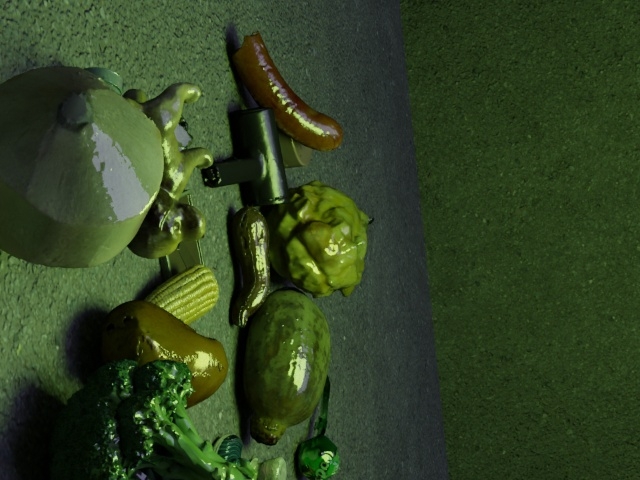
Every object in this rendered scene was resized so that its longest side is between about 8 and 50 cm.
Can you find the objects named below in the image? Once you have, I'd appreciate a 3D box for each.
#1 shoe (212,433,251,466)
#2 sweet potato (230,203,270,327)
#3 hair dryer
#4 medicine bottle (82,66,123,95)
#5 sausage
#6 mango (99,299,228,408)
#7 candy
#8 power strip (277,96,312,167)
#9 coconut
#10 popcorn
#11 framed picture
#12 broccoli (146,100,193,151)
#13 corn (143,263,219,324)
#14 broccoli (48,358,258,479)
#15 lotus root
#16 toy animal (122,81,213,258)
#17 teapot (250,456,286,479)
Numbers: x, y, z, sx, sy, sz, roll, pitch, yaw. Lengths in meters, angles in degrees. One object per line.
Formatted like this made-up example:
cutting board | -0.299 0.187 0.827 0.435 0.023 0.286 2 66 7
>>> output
shoe | -0.153 0.393 1.856 0.143 0.071 0.064 -83 160 -48
sweet potato | -0.132 0.049 2.034 0.081 0.062 0.233 6 79 -33
hair dryer | -0.146 -0.144 2.037 0.251 0.089 0.197 -28 112 -65
medicine bottle | -0.311 -0.125 1.467 0.090 0.090 0.217 50 38 -61
sausage | -0.072 -0.282 2.160 0.103 0.076 0.302 -49 113 -17
mango | -0.224 0.168 1.548 0.249 0.156 0.151 55 35 -63
candy | 0.004 0.399 2.373 0.323 0.097 0.097 -83 160 -56
power strip | -0.072 -0.226 2.290 0.154 0.078 0.154 -6 90 -74
coconut | -0.292 -0.086 1.247 0.241 0.241 0.241 -5 90 -73
popcorn | 0.000 0.000 2.240 0.286 0.215 0.252 -74 147 -58
framed picture | -0.231 0.026 1.808 0.150 0.015 0.203 -42 124 -69
broccoli | -0.257 -0.137 1.597 0.162 0.138 0.146 -14 91 -43
corn | -0.222 0.097 1.707 0.165 0.063 0.085 -37 144 -55
broccoli | -0.214 0.278 1.382 0.270 0.270 0.270 19 90 -85
lotus root | -0.066 0.236 2.046 0.173 0.173 0.309 56 35 -57
toy animal | -0.214 -0.097 1.443 0.169 0.121 0.233 -56 143 -60
teapot | -0.101 0.443 2.016 0.064 0.064 0.083 70 26 -56
